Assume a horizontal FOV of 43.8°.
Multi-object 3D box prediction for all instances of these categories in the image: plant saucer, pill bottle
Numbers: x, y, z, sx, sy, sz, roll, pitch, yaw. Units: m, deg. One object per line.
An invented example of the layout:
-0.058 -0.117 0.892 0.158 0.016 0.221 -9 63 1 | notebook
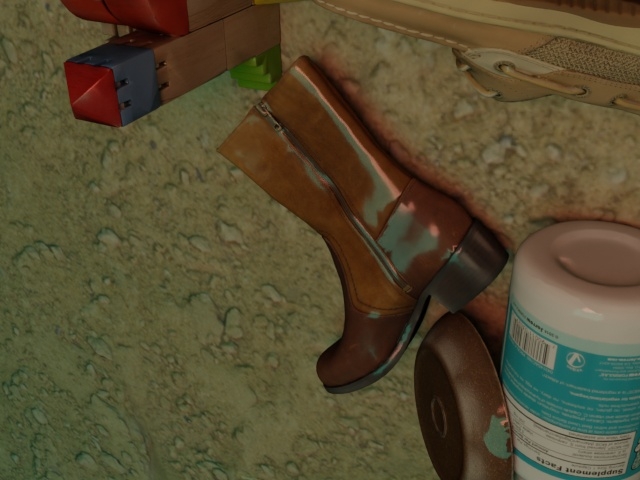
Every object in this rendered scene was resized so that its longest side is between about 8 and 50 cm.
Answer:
0.131 0.170 0.783 0.036 0.199 0.199 -9 121 -11 | plant saucer
0.232 0.126 0.710 0.146 0.146 0.264 15 125 24 | pill bottle

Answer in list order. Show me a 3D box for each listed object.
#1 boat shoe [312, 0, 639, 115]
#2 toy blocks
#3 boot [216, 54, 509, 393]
0.143 -0.146 0.560 0.341 0.122 0.110 12 137 -4 | boat shoe
-0.143 -0.268 0.629 0.190 0.261 0.382 14 124 25 | toy blocks
0.000 0.000 0.798 0.280 0.096 0.264 42 130 -2 | boot
